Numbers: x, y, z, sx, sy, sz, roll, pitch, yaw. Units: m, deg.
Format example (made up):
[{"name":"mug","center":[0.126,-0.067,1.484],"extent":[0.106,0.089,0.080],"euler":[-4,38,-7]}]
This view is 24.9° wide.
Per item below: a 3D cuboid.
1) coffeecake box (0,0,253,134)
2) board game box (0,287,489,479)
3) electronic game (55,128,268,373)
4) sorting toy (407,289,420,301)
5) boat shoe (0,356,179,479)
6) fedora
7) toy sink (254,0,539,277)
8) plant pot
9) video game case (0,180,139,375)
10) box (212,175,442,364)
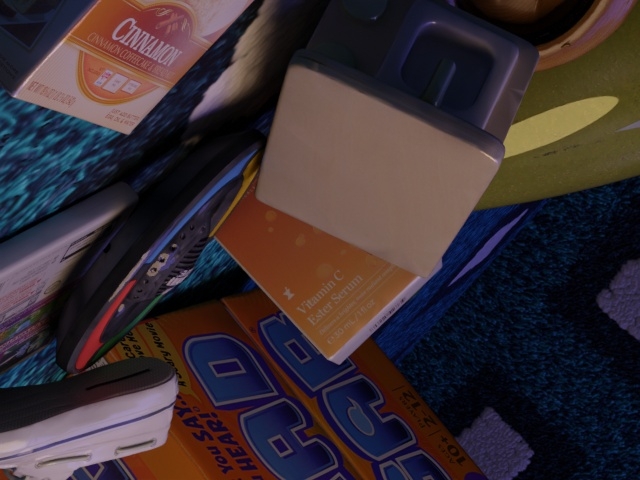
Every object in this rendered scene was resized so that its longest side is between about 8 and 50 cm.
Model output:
[{"name":"coffeecake box","center":[-0.069,-0.143,0.653],"extent":[0.185,0.068,0.142],"euler":[-46,169,7]},{"name":"board game box","center":[-0.090,0.302,1.453],"extent":[0.356,0.356,0.356],"euler":[-50,161,29]},{"name":"electronic game","center":[-0.116,0.009,1.078],"extent":[0.229,0.048,0.229],"euler":[-50,178,-3]},{"name":"sorting toy","center":[0.037,0.027,1.765],"extent":[0.365,0.127,0.126],"euler":[-44,148,14]},{"name":"boat shoe","center":[-0.205,0.151,1.078],"extent":[0.226,0.083,0.075],"euler":[-10,113,-29]},{"name":"fedora","center":[0.157,-0.222,1.112],"extent":[0.194,0.194,0.079],"euler":[-50,-153,31]},{"name":"toy sink","center":[0.056,-0.094,1.032],"extent":[0.234,0.153,0.131],"euler":[110,6,-68]},{"name":"plant pot","center":[0.199,-0.149,1.269],"extent":[0.293,0.275,0.275],"euler":[-28,170,0]},{"name":"video game case","center":[-0.227,0.055,0.979],"extent":[0.201,0.023,0.183],"euler":[-35,166,-48]},{"name":"box","center":[0.000,0.000,1.226],"extent":[0.130,0.170,0.091],"euler":[-44,172,-1]}]
